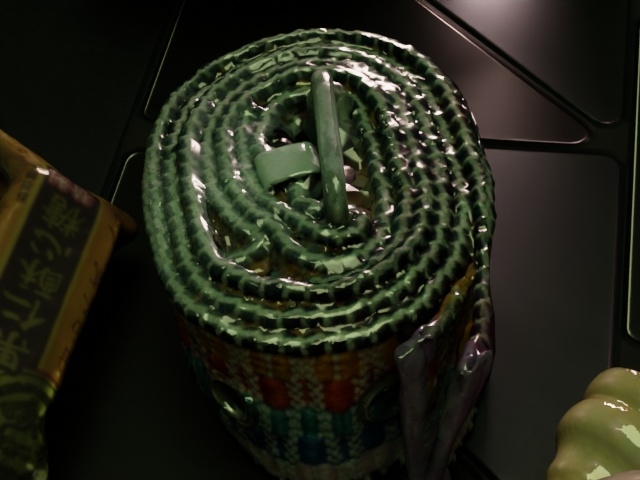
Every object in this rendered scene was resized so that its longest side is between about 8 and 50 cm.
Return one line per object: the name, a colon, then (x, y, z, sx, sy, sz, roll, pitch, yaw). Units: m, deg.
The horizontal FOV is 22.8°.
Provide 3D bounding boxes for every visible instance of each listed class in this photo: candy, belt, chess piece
candy: (-0.191, 0.059, 0.943, 0.143, 0.101, 0.271, 34, 43, -22)
belt: (0.000, 0.000, 0.944, 0.207, 0.160, 0.295, -3, 45, 3)
chess piece: (0.132, 0.157, 0.835, 0.094, 0.094, 0.170, 31, 64, 31)

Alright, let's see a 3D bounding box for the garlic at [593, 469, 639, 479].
garlic: (0.084, 0.232, 0.608, 0.318, 0.317, 0.259, -19, 40, -12)
